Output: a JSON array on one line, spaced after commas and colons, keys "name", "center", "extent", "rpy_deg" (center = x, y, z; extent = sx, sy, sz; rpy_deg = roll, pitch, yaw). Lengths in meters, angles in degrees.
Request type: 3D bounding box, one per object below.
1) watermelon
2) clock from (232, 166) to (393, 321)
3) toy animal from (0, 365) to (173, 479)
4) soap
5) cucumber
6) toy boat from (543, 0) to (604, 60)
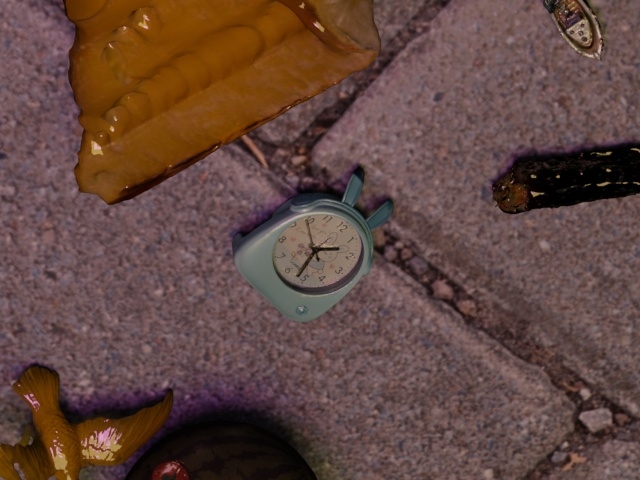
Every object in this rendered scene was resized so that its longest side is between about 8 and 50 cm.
[{"name": "watermelon", "center": [-0.098, 0.275, 1.620], "extent": [0.212, 0.212, 0.212], "rpy_deg": [-3, 120, -6]}, {"name": "clock", "center": [0.000, 0.001, 1.567], "extent": [0.147, 0.045, 0.108], "rpy_deg": [-38, 118, 13]}, {"name": "toy animal", "center": [-0.245, 0.202, 1.624], "extent": [0.219, 0.095, 0.155], "rpy_deg": [-15, 126, -35]}, {"name": "soap", "center": [-0.153, -0.206, 1.303], "extent": [0.304, 0.169, 0.339], "rpy_deg": [44, 136, -22]}, {"name": "cucumber", "center": [0.249, -0.056, 1.566], "extent": [0.182, 0.053, 0.053], "rpy_deg": [-6, 120, -7]}, {"name": "toy boat", "center": [0.225, -0.190, 1.493], "extent": [0.038, 0.038, 0.083], "rpy_deg": [-33, 117, 11]}]
